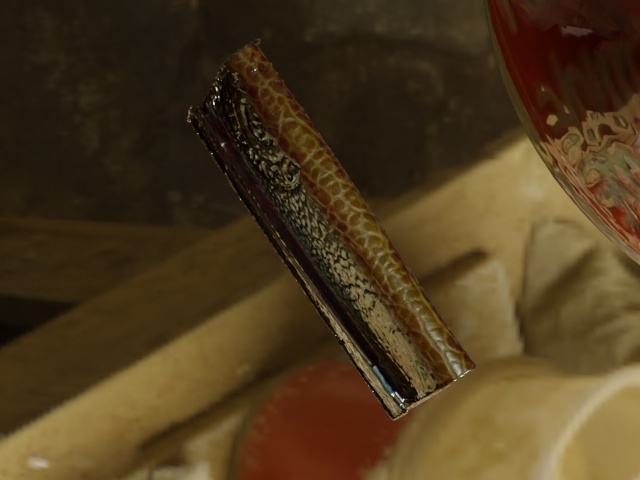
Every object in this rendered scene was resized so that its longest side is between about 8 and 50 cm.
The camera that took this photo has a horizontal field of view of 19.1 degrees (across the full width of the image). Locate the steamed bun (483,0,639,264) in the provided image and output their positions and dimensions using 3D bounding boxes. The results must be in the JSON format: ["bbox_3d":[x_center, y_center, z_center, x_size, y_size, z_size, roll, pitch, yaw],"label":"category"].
[{"bbox_3d":[0.218,-0.137,0.864,0.241,0.374,0.374,-6,96,-39],"label":"steamed bun"}]

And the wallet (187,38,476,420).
[{"bbox_3d":[0.000,0.000,1.196,0.039,0.133,0.243,-32,86,-21],"label":"wallet"}]
